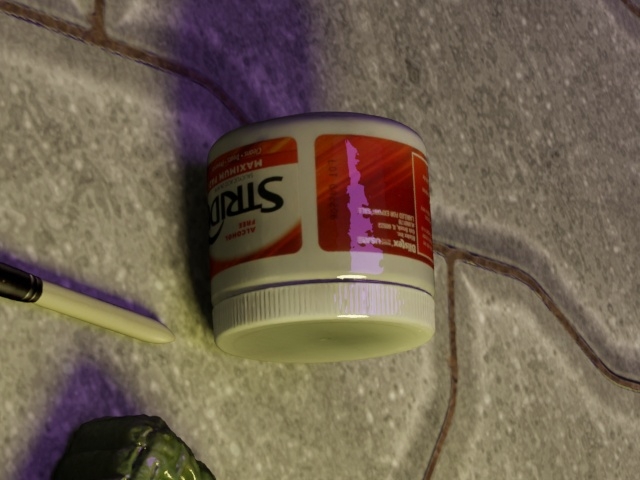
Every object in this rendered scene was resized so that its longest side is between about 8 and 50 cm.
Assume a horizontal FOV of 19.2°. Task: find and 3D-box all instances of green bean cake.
[{"bbox_3d":[-0.144,0.258,1.539,0.185,0.094,0.183,53,44,-30],"label":"green bean cake"}]

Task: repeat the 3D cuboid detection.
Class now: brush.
[{"bbox_3d":[-0.226,0.047,1.552,0.299,0.039,0.042,26,34,-45],"label":"brush"}]

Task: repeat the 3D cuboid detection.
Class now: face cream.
[{"bbox_3d":[0.000,0.000,1.692,0.201,0.201,0.187,13,69,-46],"label":"face cream"}]
